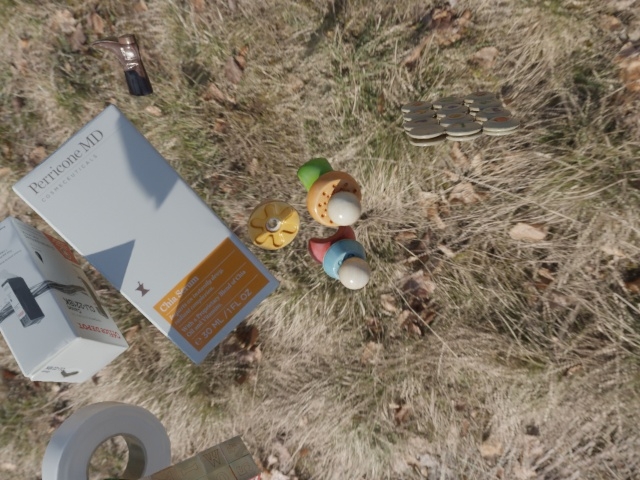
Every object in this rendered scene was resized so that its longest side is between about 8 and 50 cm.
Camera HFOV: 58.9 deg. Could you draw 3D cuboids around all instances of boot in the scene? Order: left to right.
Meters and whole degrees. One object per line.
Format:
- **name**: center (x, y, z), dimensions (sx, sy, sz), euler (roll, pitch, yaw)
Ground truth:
- **boot**: center (-0.362, -0.314, 1.036), dimensions (0.106, 0.037, 0.114), euler (8, 127, 29)

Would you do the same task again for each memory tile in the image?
- **memory tile**: center (0.146, -0.136, 0.618), dimensions (0.113, 0.148, 0.012), euler (-7, 117, 7)

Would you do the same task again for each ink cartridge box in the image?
- **ink cartridge box**: center (-0.500, 0.115, 1.043), dimensions (0.114, 0.197, 0.273), euler (-35, 74, -4)

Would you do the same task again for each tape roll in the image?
- **tape roll**: center (-0.510, 0.536, 1.364), dimensions (0.100, 0.286, 0.286), euler (-9, 92, 46)

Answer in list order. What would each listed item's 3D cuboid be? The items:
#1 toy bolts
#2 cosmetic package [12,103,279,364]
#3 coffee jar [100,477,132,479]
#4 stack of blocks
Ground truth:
- **toy bolts**: center (0.000, 0.000, 1.049), dimensions (0.218, 0.158, 0.228), euler (-32, 124, -3)
- **cosmetic package**: center (-0.320, -0.007, 1.091), dimensions (0.230, 0.161, 0.453), euler (-45, 107, -12)
- **coffee jar**: center (-0.439, 0.606, 1.196), dimensions (0.079, 0.096, 0.184), euler (-41, 46, 25)
- **stack of blocks**: center (-0.259, 0.471, 0.968), dimensions (0.087, 0.297, 0.171), euler (48, 139, 35)
